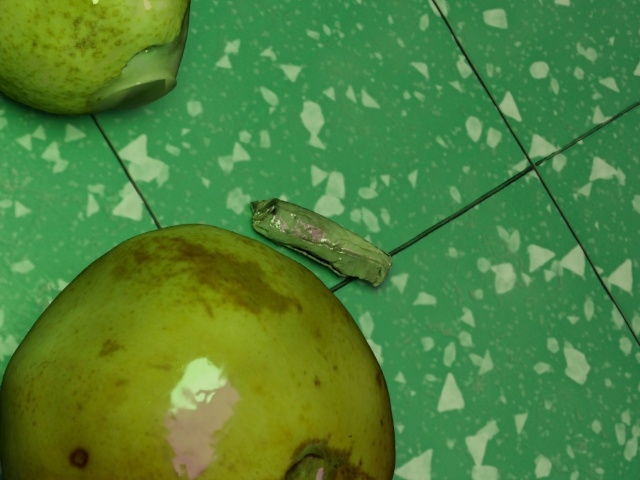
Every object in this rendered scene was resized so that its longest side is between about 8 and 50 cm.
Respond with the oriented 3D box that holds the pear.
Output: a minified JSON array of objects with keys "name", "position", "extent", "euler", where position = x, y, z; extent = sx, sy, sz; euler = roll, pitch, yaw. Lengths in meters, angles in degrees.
[{"name":"pear","position":[-0.260,-0.264,1.722],"extent":[0.271,0.271,0.271],"euler":[7,72,-23]}]

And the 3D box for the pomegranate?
[{"name":"pomegranate","position":[-0.126,0.190,1.590],"extent":[0.416,0.416,0.417],"euler":[7,72,-23]}]

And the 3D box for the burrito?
[{"name":"burrito","position":[-0.001,0.001,1.881],"extent":[0.188,0.045,0.058],"euler":[27,40,-13]}]
